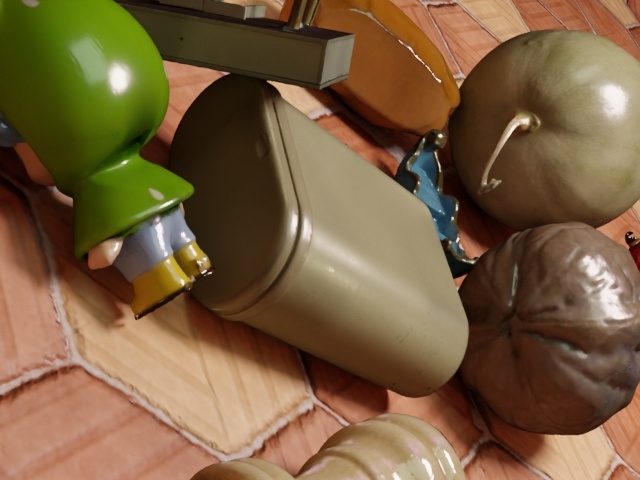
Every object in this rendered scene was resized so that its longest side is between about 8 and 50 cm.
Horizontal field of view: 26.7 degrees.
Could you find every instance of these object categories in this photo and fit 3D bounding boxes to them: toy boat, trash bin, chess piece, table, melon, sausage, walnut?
[{"bbox_3d":[0.125,-0.041,1.448,0.075,0.077,0.185,33,28,-36],"label":"toy boat"},{"bbox_3d":[0.000,0.000,1.166,0.247,0.121,0.243,31,31,-40],"label":"trash bin"},{"bbox_3d":[-0.049,0.186,0.846,0.397,0.117,0.117,1,54,-55],"label":"chess piece"},{"bbox_3d":[-0.095,-0.205,1.133,0.240,0.111,0.121,11,12,9],"label":"table"},{"bbox_3d":[0.285,-0.128,1.623,0.272,0.272,0.308,57,-1,15],"label":"melon"},{"bbox_3d":[0.056,-0.211,1.527,0.241,0.120,0.136,37,14,-23],"label":"sausage"},{"bbox_3d":[0.231,0.087,1.321,0.224,0.224,0.224,37,29,-24],"label":"walnut"}]

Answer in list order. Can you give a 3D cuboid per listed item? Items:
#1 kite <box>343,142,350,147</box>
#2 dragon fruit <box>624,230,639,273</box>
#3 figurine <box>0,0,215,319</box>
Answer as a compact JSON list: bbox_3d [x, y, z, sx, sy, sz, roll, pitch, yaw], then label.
[{"bbox_3d":[0.021,-0.066,1.403,0.190,0.010,0.159,39,29,-18],"label":"kite"},{"bbox_3d":[0.456,0.053,1.784,0.166,0.133,0.136,9,87,-68],"label":"dragon fruit"},{"bbox_3d":[-0.168,-0.075,0.989,0.263,0.143,0.162,59,32,-3],"label":"figurine"}]
